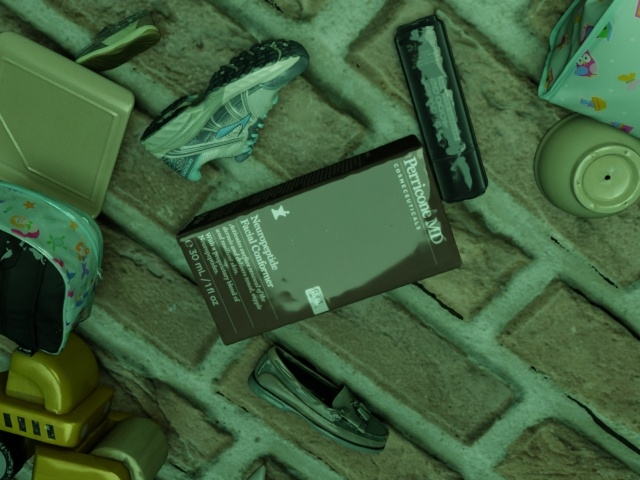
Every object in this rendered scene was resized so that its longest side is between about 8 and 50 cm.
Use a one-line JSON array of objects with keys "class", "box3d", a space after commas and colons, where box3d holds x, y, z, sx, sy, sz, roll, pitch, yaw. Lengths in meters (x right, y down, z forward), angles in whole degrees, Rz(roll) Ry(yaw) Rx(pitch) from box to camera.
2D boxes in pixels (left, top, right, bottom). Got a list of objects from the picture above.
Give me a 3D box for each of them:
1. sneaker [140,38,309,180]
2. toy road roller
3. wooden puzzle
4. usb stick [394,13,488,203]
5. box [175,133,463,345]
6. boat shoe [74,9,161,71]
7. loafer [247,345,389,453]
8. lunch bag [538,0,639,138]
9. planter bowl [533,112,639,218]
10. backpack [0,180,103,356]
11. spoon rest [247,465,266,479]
[{"class": "sneaker", "box3d": [-0.126, -0.192, 0.997, 0.283, 0.110, 0.122, -29, 122, 18]}, {"class": "toy road roller", "box3d": [-0.428, 0.299, 1.146, 0.329, 0.202, 0.241, 14, 100, 3]}, {"class": "wooden puzzle", "box3d": [-0.418, -0.174, 1.040, 0.220, 0.044, 0.239, 27, 118, -4]}, {"class": "usb stick", "box3d": [0.180, -0.187, 0.981, 0.077, 0.045, 0.278, -14, 108, 18]}, {"class": "box", "box3d": [0.000, 0.000, 1.004, 0.381, 0.143, 0.191, -21, 104, 7]}, {"class": "boat shoe", "box3d": [-0.306, -0.297, 0.993, 0.152, 0.056, 0.049, -16, 82, 20]}, {"class": "loafer", "box3d": [0.007, 0.275, 1.145, 0.267, 0.096, 0.084, 27, 105, -2]}, {"class": "lunch bag", "box3d": [0.432, -0.261, 0.817, 0.223, 0.160, 0.262, 22, 149, -1]}, {"class": "planter bowl", "box3d": [0.399, -0.100, 0.954, 0.162, 0.109, 0.162, 2, 110, 6]}, {"class": "backpack", "box3d": [-0.454, 0.030, 1.030, 0.225, 0.191, 0.254, 24, 138, 1]}, {"class": "spoon rest", "box3d": [-0.025, 0.541, 1.248, 0.276, 0.084, 0.137, 38, 109, -7]}]
